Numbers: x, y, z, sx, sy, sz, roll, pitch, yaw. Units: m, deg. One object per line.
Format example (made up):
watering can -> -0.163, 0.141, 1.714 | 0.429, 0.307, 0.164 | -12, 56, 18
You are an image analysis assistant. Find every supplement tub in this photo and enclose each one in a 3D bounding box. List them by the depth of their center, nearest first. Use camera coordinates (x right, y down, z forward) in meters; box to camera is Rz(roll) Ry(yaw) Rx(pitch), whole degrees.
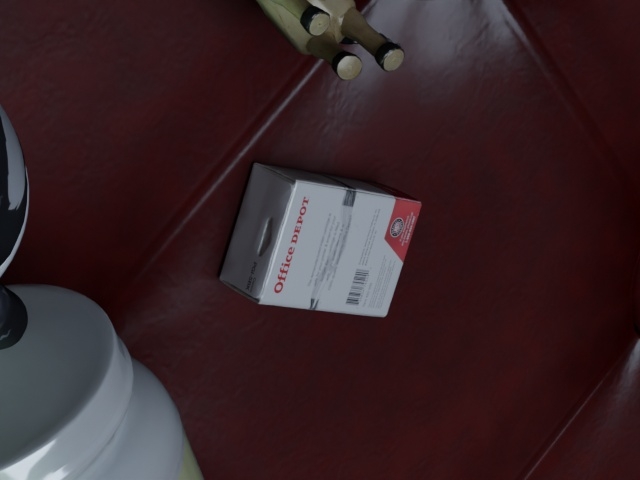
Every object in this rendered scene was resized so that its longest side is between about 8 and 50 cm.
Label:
supplement tub -> -0.183, 0.216, 1.340 | 0.235, 0.235, 0.325 | -35, 128, -23

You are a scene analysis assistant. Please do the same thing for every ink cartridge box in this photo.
ink cartridge box -> 0.000, 0.000, 1.516 | 0.135, 0.056, 0.099 | 9, 103, -42

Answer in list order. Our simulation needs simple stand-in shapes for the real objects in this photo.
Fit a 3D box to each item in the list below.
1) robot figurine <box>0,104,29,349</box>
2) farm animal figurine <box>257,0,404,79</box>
robot figurine -> -0.259, -0.043, 1.148 | 0.173, 0.278, 0.209 | 1, 79, 0
farm animal figurine -> -0.044, -0.283, 1.286 | 0.326, 0.172, 0.330 | 2, 118, -36
